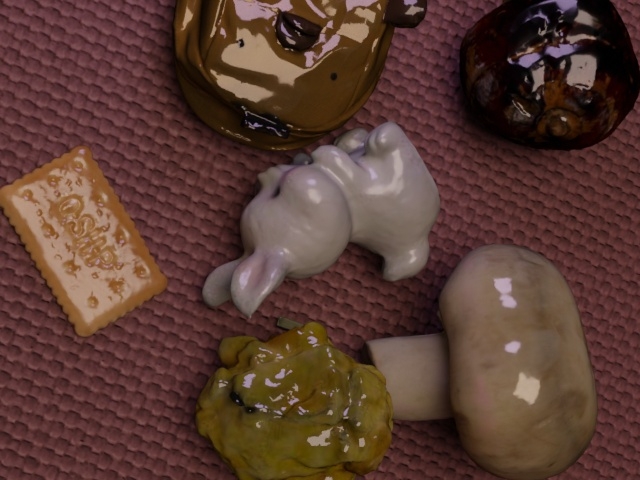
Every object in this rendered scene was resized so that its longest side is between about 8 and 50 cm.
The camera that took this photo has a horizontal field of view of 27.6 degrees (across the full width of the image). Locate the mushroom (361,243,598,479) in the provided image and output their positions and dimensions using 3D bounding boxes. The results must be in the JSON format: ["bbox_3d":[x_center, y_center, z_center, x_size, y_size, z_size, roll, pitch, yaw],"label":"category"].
[{"bbox_3d":[0.261,0.181,1.923,0.353,0.325,0.353,-1,93,-21],"label":"mushroom"}]

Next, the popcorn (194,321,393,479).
[{"bbox_3d":[-0.038,0.243,1.873,0.286,0.215,0.252,-1,86,-1],"label":"popcorn"}]

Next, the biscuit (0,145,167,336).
[{"bbox_3d":[-0.343,0.000,1.885,0.160,0.030,0.250,-31,96,-19],"label":"biscuit"}]

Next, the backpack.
[{"bbox_3d":[-0.042,-0.319,1.930,0.353,0.201,0.378,15,78,-13],"label":"backpack"}]

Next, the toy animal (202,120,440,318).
[{"bbox_3d":[-0.002,-0.011,1.921,0.367,0.196,0.241,-25,95,-21],"label":"toy animal"}]

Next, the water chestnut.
[{"bbox_3d":[0.361,-0.271,2.050,0.289,0.244,0.289,0,88,10],"label":"water chestnut"}]

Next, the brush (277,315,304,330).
[{"bbox_3d":[-0.030,0.135,1.991,0.083,0.013,0.016,21,83,-23],"label":"brush"}]
